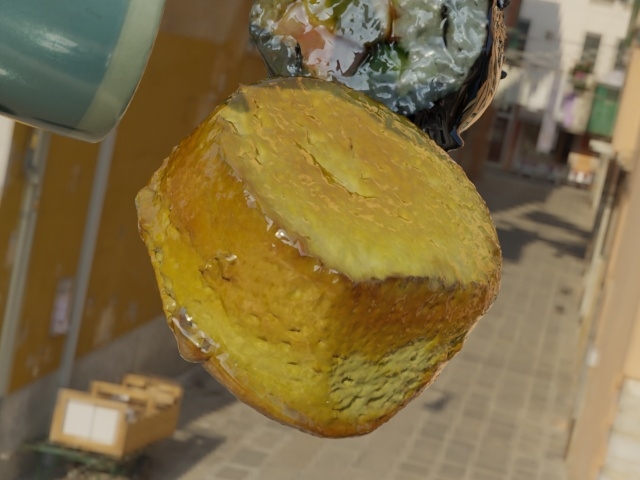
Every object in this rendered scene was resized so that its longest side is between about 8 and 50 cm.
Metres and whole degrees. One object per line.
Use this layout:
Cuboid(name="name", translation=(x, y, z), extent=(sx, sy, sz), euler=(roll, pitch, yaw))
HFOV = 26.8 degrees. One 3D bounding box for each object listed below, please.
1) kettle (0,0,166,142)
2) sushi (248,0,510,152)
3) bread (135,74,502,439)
Cuboid(name="kettle", translation=(-0.353, -0.234, 1.275), extent=(0.342, 0.247, 0.319), euler=(14, -33, -22))
Cuboid(name="sushi", translation=(0.061, -0.174, 1.191), extent=(0.238, 0.225, 0.219), euler=(5, -2, 4))
Cuboid(name="bread", translation=(0.000, 0.000, 0.916), extent=(0.268, 0.146, 0.268), euler=(25, 35, -19))
